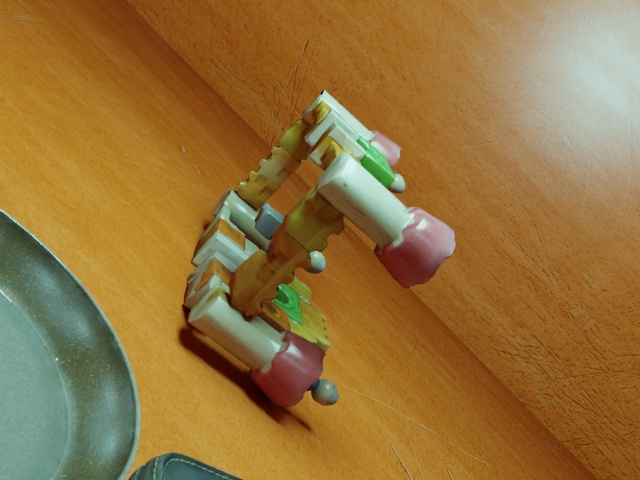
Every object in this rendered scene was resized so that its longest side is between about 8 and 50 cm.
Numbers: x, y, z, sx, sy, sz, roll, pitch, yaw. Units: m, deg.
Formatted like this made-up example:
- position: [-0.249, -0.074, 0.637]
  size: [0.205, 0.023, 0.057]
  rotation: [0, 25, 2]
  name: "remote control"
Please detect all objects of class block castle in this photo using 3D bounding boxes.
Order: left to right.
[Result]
- position: [0.000, 0.000, 1.030]
  size: [0.213, 0.303, 0.453]
  rotation: [40, 14, -17]
  name: "block castle"

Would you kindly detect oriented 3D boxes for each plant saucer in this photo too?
- position: [-0.241, 0.048, 0.427]
  size: [0.310, 0.050, 0.310]
  rotation: [43, 12, -11]
  name: "plant saucer"

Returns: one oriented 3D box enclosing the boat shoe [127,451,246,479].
- position: [0.008, 0.252, 0.610]
  size: [0.355, 0.130, 0.132]
  rotation: [37, 14, -26]
  name: "boat shoe"
